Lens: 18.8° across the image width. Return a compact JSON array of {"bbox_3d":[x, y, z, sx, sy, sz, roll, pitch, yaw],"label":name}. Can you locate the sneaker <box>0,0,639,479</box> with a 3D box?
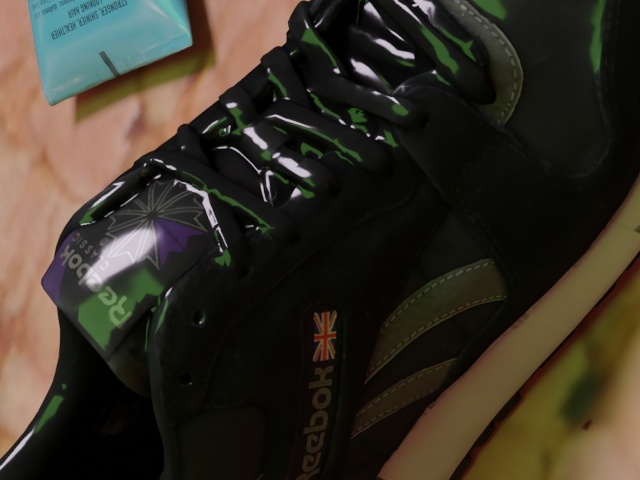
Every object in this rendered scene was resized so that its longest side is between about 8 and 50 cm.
[{"bbox_3d":[0.000,0.000,0.505,0.107,0.124,0.283,43,116,40],"label":"sneaker"}]

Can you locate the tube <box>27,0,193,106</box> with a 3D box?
[{"bbox_3d":[-0.088,-0.157,0.674,0.080,0.052,0.207,-19,78,49],"label":"tube"}]
